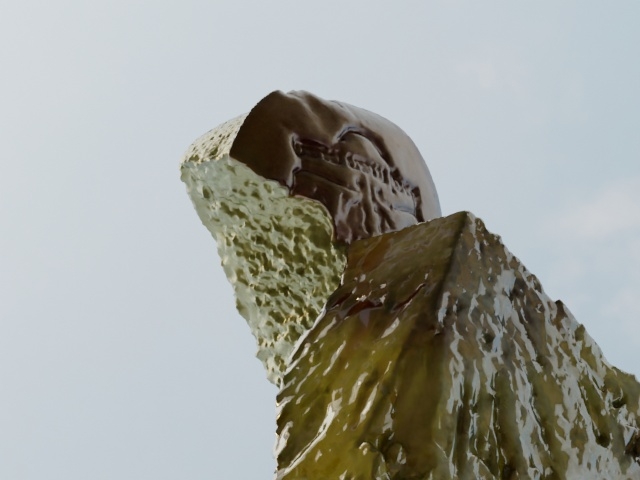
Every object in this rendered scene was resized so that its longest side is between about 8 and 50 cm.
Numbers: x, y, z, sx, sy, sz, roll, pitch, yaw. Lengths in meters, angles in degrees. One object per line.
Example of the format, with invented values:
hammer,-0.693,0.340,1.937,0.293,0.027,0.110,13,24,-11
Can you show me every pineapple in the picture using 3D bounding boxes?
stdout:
pineapple,0.061,0.084,0.735,0.114,0.236,0.186,-14,-96,35

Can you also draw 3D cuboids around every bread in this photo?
bread,0.005,-0.006,0.836,0.086,0.156,0.125,-16,-166,44
